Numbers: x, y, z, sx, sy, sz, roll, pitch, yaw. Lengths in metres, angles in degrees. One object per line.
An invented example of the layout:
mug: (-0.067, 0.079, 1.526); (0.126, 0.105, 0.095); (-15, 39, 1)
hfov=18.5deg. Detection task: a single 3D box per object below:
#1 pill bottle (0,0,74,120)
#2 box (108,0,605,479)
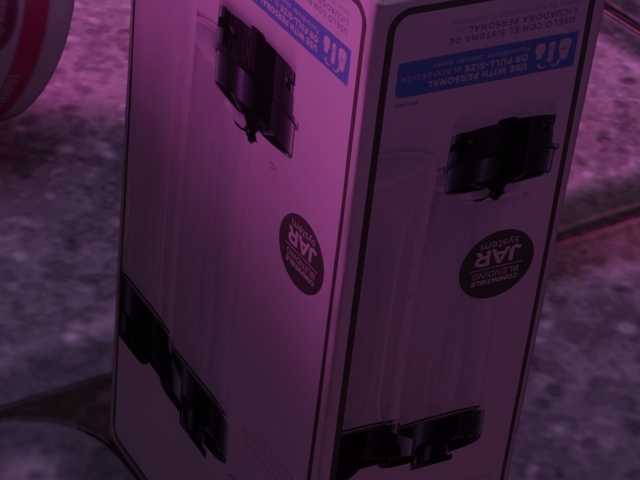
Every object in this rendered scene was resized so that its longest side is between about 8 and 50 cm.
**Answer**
pill bottle: (-0.277, -0.136, 0.947); (0.283, 0.160, 0.160); (-2, 32, -35)
box: (0.000, 0.000, 0.719); (0.087, 0.290, 0.169); (-14, 40, -28)
